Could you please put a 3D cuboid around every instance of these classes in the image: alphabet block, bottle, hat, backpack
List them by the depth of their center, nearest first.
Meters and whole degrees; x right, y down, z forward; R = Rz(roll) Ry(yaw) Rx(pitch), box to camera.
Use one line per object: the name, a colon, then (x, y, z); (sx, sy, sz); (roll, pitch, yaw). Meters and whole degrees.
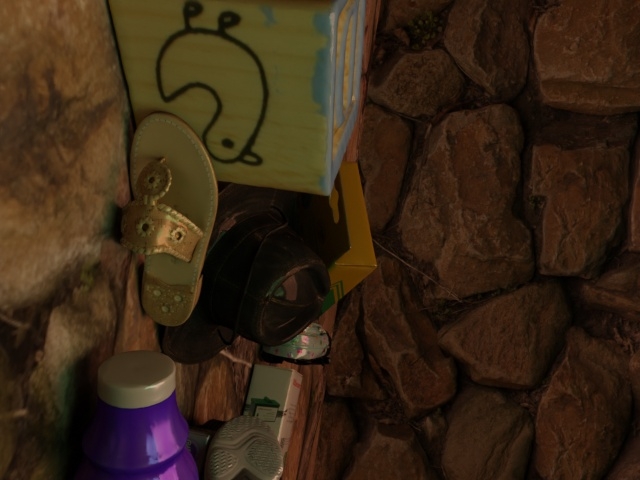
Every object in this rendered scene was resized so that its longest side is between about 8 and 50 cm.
bottle: (-0.177, 0.246, 0.508); (0.092, 0.118, 0.282); (-46, 145, -69)
alphabet block: (-0.066, -0.182, 0.545); (0.193, 0.197, 0.192); (-71, 166, -50)
hat: (-0.064, 0.057, 0.736); (0.331, 0.134, 0.331); (-53, 157, -34)
backpack: (-0.064, 0.228, 1.213); (0.182, 0.152, 0.115); (29, 64, -68)

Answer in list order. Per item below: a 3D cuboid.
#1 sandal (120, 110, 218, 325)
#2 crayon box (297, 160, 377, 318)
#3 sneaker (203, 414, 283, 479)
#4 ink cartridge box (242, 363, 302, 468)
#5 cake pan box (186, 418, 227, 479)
sandal: (-0.154, 0.003, 0.517); (0.079, 0.088, 0.240); (-78, 178, -59)
crayon box: (0.000, 0.000, 0.923); (0.318, 0.081, 0.202); (131, -43, -54)
sneaker: (-0.119, 0.361, 0.672); (0.268, 0.101, 0.153); (-95, -154, -63)
ink cartridge box: (-0.112, 0.391, 1.156); (0.160, 0.093, 0.219); (77, 23, -69)
cake pan box: (-0.187, 0.399, 0.775); (0.245, 0.070, 0.266); (79, 21, -71)
